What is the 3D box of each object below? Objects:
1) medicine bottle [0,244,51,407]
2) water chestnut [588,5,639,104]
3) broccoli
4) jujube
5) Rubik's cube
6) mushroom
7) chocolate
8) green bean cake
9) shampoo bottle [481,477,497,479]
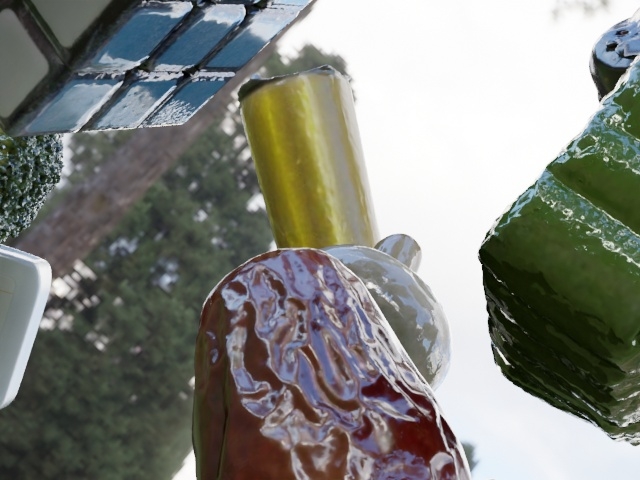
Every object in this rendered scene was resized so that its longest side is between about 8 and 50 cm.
[{"bbox_3d":[-0.547,0.164,1.881,0.179,0.324,0.124,18,0,1],"label":"medicine bottle"},{"bbox_3d":[0.520,-0.222,1.670,0.244,0.289,0.289,42,-19,-25],"label":"water chestnut"},{"bbox_3d":[-0.481,-0.154,1.470,0.361,0.252,0.221,38,-28,-2],"label":"broccoli"},{"bbox_3d":[-0.001,0.134,0.736,0.190,0.190,0.255,93,-21,-64],"label":"jujube"},{"bbox_3d":[-0.200,-0.307,1.173,0.301,0.305,0.304,-41,-103,27],"label":"Rubik's cube"},{"bbox_3d":[0.056,0.080,1.329,0.207,0.215,0.207,15,-46,17],"label":"mushroom"},{"bbox_3d":[0.000,0.000,1.594,0.162,0.162,0.445,137,-57,-69],"label":"chocolate"},{"bbox_3d":[0.200,-0.002,0.702,0.125,0.222,0.248,36,-16,21],"label":"green bean cake"},{"bbox_3d":[0.220,0.421,1.826,0.104,0.278,0.104,169,-90,-80],"label":"shampoo bottle"}]
